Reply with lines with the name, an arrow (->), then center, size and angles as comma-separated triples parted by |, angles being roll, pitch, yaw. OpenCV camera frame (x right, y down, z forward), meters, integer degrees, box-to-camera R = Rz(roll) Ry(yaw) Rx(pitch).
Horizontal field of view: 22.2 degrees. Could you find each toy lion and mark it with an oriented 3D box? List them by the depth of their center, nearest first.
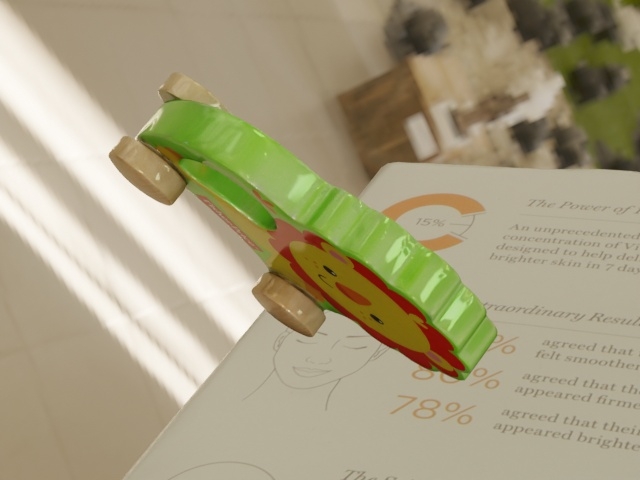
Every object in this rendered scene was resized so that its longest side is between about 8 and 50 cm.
toy lion -> 0.000, 0.000, 0.443 | 0.100, 0.096, 0.034 | 44, 76, -27

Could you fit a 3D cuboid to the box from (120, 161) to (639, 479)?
box -> 0.064, 0.127, 0.601 | 0.345, 0.215, 0.168 | -50, 137, -49
